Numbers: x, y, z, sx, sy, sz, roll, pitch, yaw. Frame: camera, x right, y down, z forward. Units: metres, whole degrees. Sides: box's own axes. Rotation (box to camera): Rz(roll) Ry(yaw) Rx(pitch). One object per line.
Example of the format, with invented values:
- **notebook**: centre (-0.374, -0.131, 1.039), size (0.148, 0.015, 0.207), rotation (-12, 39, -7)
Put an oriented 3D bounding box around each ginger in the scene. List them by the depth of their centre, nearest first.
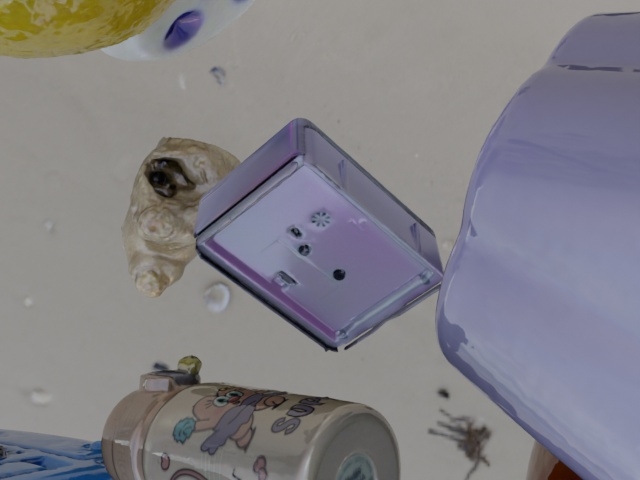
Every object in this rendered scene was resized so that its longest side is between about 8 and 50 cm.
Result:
- **ginger**: centre (-0.198, -0.030, 1.224), size (0.130, 0.275, 0.221), rotation (28, 90, -5)

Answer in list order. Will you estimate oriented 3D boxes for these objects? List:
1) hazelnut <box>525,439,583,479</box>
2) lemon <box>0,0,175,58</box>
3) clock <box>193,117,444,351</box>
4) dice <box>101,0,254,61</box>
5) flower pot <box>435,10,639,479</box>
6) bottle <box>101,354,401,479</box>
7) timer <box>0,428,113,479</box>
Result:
- **hazelnut**: centre (0.215, 0.147, 0.556), size (0.208, 0.208, 0.208), rotation (6, 124, 9)
- **lemon**: centre (-0.162, -0.204, 0.536), size (0.192, 0.231, 0.192), rotation (10, 116, 20)
- **clock**: centre (0.001, 0.000, 0.826), size (0.144, 0.073, 0.193), rotation (-36, 122, 24)
- **dice**: centre (-0.225, -0.444, 1.261), size (0.277, 0.304, 0.304), rotation (46, 159, 14)
- **flower pot**: centre (0.196, 0.020, 0.385), size (0.243, 0.265, 0.265), rotation (27, 130, 28)
- **bottle**: centre (-0.057, 0.135, 0.597), size (0.209, 0.097, 0.110), rotation (1, 85, 40)
- **timer**: centre (-0.318, 0.203, 0.681), size (0.340, 0.309, 0.115), rotation (0, 85, 24)
